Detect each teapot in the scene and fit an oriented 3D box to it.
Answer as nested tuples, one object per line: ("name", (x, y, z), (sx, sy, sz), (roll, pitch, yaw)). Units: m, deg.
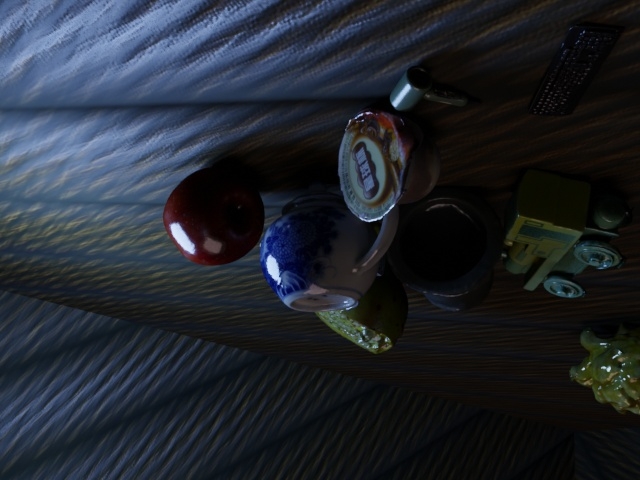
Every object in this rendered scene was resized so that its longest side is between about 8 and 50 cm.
("teapot", (0.000, 0.000, 1.250), (0.252, 0.280, 0.424), (15, 154, -38))

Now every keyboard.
("keyboard", (0.374, -0.245, 0.880), (0.074, 0.015, 0.196), (8, 157, 3))

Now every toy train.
("toy train", (0.488, 0.004, 1.249), (0.237, 0.150, 0.369), (15, 157, 9))

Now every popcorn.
("popcorn", (0.943, 0.392, 1.760), (0.335, 0.274, 0.279), (-19, -166, 6))

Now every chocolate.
("chocolate", (0.140, -0.141, 1.048), (0.147, 0.221, 0.221), (-8, 165, -28))

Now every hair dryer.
("hair dryer", (0.193, -0.236, 0.955), (0.150, 0.047, 0.071), (5, 160, -16))

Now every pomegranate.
("pomegranate", (0.093, 0.142, 1.645), (0.358, 0.216, 0.310), (36, 167, 18))

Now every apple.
("apple", (-0.233, -0.052, 1.301), (0.218, 0.218, 0.201), (28, 148, -35))

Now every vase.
("vase", (0.283, 0.043, 1.324), (0.245, 0.245, 0.291), (2, 161, 17))

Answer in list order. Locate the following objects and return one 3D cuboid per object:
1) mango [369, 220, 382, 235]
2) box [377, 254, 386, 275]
("mango", (0.050, -0.015, 1.404), (0.233, 0.111, 0.125), (-12, 154, 42))
("box", (0.054, 0.037, 1.509), (0.224, 0.120, 0.069), (-8, 153, 31))
